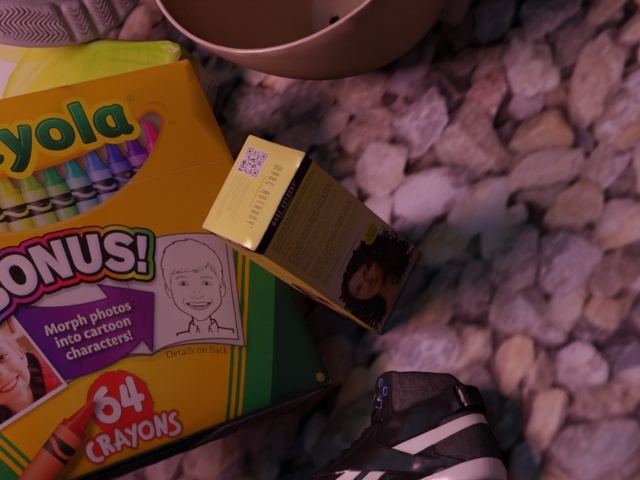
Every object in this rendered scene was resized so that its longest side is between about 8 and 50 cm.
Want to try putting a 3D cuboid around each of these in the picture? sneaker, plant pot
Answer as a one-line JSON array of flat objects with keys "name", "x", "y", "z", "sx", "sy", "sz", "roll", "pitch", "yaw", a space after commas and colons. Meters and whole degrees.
[{"name": "sneaker", "x": -0.245, "y": -0.291, "z": 1.438, "sx": 0.321, "sy": 0.125, "sz": 0.180, "roll": -33, "pitch": 31, "yaw": -30}, {"name": "plant pot", "x": 0.014, "y": -0.257, "z": 1.280, "sx": 0.284, "sy": 0.191, "sz": 0.284, "roll": -11, "pitch": 66, "yaw": 26}, {"name": "sneaker", "x": 0.039, "y": 0.177, "z": 1.172, "sx": 0.216, "sy": 0.079, "sz": 0.121, "roll": -19, "pitch": 59, "yaw": 12}]

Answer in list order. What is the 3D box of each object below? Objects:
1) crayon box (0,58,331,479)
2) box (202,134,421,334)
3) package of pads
[{"name": "crayon box", "x": -0.217, "y": 0.041, "z": 1.158, "sx": 0.106, "sy": 0.363, "sz": 0.313, "roll": -40, "pitch": 70, "yaw": 56}, {"name": "box", "x": 0.000, "y": 0.000, "z": 1.162, "sx": 0.058, "sy": 0.232, "sz": 0.087, "roll": 23, "pitch": 84, "yaw": 33}, {"name": "package of pads", "x": -0.258, "y": -0.091, "z": 1.417, "sx": 0.296, "sy": 0.101, "sz": 0.229, "roll": 5, "pitch": 74, "yaw": 29}]
